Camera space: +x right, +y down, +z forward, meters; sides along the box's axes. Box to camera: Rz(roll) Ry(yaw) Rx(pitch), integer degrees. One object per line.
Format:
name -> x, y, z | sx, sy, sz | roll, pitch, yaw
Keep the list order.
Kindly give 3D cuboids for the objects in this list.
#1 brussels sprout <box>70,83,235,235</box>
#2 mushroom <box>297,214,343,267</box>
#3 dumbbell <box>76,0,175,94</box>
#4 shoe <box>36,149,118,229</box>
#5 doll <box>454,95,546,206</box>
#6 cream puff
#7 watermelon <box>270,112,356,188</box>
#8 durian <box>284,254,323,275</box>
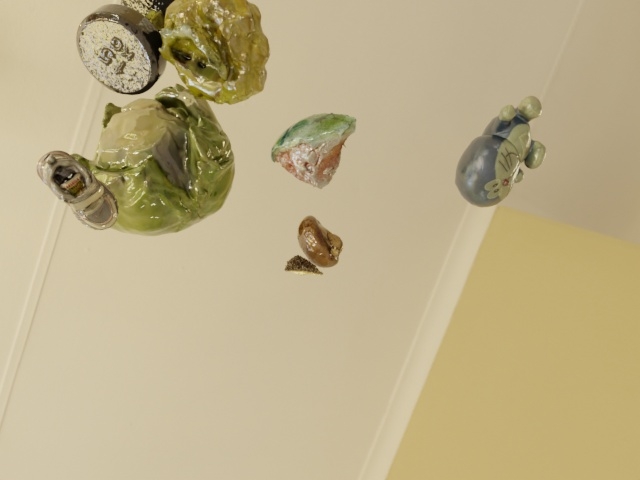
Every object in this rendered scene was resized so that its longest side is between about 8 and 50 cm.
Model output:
brussels sprout -> -0.452, -0.197, 1.376 | 0.424, 0.343, 0.361 | -24, -30, -3
mushroom -> 0.000, 0.000, 1.034 | 0.087, 0.127, 0.127 | -27, -58, 7
dumbbell -> -0.461, -0.538, 1.237 | 0.203, 0.323, 0.204 | 6, -46, 6
shoe -> -0.460, -0.099, 0.918 | 0.089, 0.092, 0.180 | -45, -69, -19
doll -> 0.428, -0.200, 1.146 | 0.258, 0.153, 0.228 | -53, -42, -26
cream puff -> -0.250, -0.443, 1.104 | 0.281, 0.185, 0.282 | 5, -68, 13
watermelon -> -0.012, -0.164, 0.918 | 0.071, 0.187, 0.139 | -50, -57, -54
durian -> -0.053, 0.079, 1.287 | 0.052, 0.130, 0.066 | -50, -52, -38
